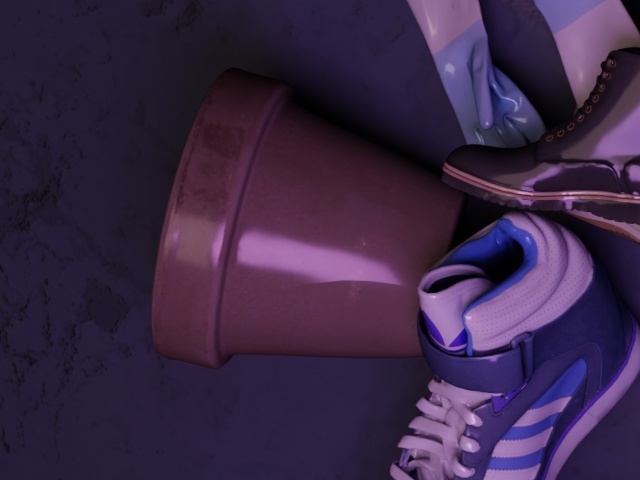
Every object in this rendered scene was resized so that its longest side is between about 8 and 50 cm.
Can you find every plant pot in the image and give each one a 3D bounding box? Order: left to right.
[{"bbox_3d":[0.000,0.000,1.518,0.229,0.263,0.263,13,109,8],"label":"plant pot"}]

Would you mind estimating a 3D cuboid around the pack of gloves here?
[{"bbox_3d":[0.154,-0.175,1.443,0.195,0.046,0.232,-34,72,41],"label":"pack of gloves"}]

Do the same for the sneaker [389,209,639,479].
[{"bbox_3d":[0.107,0.123,1.419,0.323,0.236,0.130,-50,41,-4],"label":"sneaker"}]

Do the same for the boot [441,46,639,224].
[{"bbox_3d":[0.198,-0.093,1.374,0.198,0.077,0.137,7,108,12],"label":"boot"}]

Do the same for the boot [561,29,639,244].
[{"bbox_3d":[0.291,-0.076,1.418,0.213,0.077,0.165,22,110,26],"label":"boot"}]
